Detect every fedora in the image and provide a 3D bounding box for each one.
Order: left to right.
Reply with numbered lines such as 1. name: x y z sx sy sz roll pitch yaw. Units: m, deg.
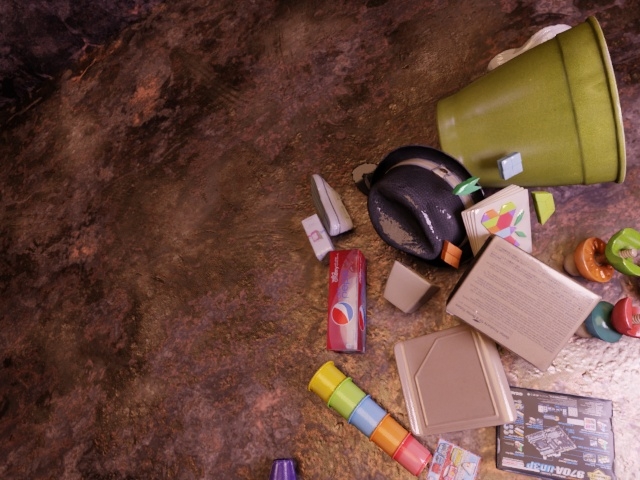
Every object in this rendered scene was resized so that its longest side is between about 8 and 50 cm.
1. fedora: 0.227 -0.061 1.045 0.334 0.334 0.152 34 41 28

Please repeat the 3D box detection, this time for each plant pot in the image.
1. plant pot: 0.222 0.125 1.093 0.109 0.109 0.096 36 98 28
2. plant pot: 0.480 -0.275 1.034 0.353 0.366 0.367 -12 66 28

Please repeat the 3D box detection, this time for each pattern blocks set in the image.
1. pattern blocks set: 0.405 -0.019 0.973 0.285 0.325 0.026 -36 28 0

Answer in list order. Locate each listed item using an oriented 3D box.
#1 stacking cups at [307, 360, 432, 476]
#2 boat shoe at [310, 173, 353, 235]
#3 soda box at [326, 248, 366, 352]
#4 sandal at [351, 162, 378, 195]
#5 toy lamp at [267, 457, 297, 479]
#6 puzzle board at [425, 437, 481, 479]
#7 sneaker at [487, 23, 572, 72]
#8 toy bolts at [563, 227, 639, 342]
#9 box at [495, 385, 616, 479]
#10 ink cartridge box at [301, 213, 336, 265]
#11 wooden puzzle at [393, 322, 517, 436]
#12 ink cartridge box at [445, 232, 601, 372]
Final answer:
1. stacking cups: 0.111 0.428 1.025 0.316 0.096 0.096 38 86 25
2. boat shoe: 0.032 -0.106 1.274 0.075 0.083 0.226 -9 57 -16
3. soda box: 0.071 0.160 1.136 0.083 0.092 0.263 -5 68 20
4. sandal: 0.186 -0.146 1.233 0.097 0.054 0.254 -44 62 0
5. toy lamp: -0.090 0.666 1.011 0.080 0.080 0.275 -9 68 17
6. puzzle board: 0.291 0.524 0.960 0.096 0.011 0.128 17 77 25
7. sneaker: 0.601 -0.504 1.209 0.232 0.090 0.115 -28 69 18
8. toy bolts: 0.645 0.122 0.943 0.218 0.158 0.229 28 66 -13
9. box: 0.489 0.409 0.907 0.220 0.051 0.175 1 71 21
10. ink cartridge box: 0.000 0.000 1.227 0.052 0.088 0.122 -26 64 6
11. wooden puzzle: 0.302 0.320 0.996 0.238 0.044 0.221 -23 63 27
12. ink cartridge box: 0.416 0.125 0.911 0.234 0.088 0.193 33 104 10
